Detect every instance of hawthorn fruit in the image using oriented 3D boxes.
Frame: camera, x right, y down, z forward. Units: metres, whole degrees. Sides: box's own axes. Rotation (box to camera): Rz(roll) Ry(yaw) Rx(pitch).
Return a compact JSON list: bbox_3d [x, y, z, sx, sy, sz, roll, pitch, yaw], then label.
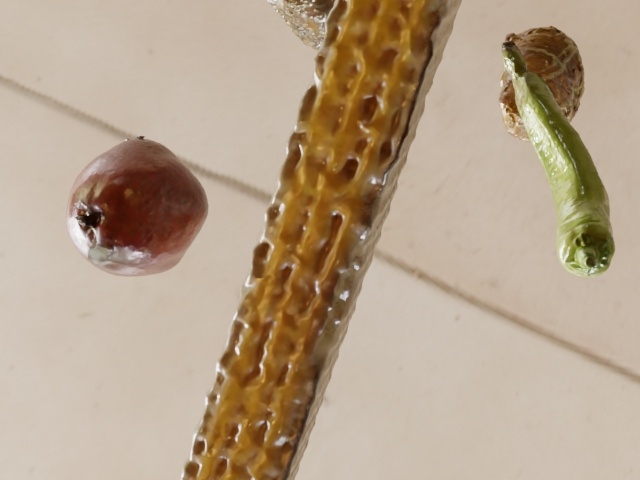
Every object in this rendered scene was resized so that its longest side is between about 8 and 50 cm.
[{"bbox_3d":[-0.255,-0.037,1.834,0.185,0.202,0.185,7,104,28],"label":"hawthorn fruit"}]

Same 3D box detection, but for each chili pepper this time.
[{"bbox_3d":[0.161,-0.050,0.929,0.048,0.208,0.043,3,137,-16],"label":"chili pepper"}]

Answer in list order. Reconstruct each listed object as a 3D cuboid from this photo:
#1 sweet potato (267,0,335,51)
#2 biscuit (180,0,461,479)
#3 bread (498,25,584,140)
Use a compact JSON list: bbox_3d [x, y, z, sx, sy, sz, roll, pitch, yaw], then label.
[{"bbox_3d":[-0.017,-0.288,1.441,0.092,0.114,0.341,-13,114,36],"label":"sweet potato"},{"bbox_3d":[0.000,0.000,0.697,0.054,0.094,0.379,20,106,5],"label":"biscuit"},{"bbox_3d":[0.217,-0.156,1.351,0.076,0.233,0.105,-5,105,13],"label":"bread"}]
